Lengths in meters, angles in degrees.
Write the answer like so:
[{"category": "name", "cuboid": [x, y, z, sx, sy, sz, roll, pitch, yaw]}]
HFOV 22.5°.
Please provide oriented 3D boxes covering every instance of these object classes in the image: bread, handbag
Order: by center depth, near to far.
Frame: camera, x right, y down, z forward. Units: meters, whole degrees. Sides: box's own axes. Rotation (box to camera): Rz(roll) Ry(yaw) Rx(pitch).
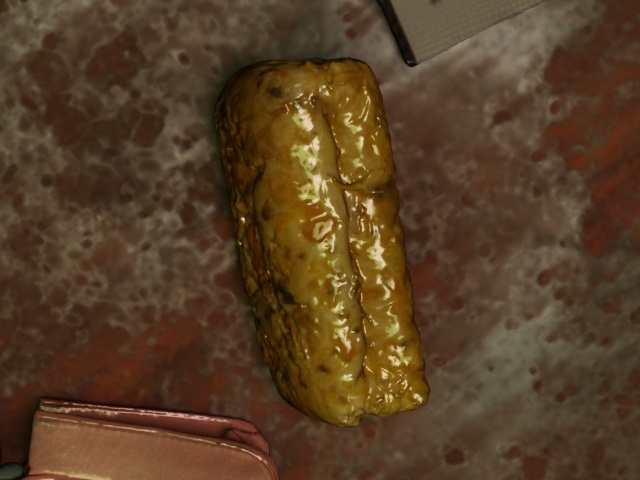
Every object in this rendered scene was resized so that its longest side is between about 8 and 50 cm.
[{"category": "bread", "cuboid": [0.000, 0.000, 0.906, 0.083, 0.114, 0.211, -16, 100, -20]}, {"category": "handbag", "cuboid": [-0.114, 0.207, 0.949, 0.157, 0.059, 0.212, 9, 98, -7]}]

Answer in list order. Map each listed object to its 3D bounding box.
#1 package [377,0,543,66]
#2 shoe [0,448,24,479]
[{"category": "package", "cuboid": [0.086, -0.250, 0.901, 0.204, 0.062, 0.251, -27, 104, -1]}, {"category": "shoe", "cuboid": [-0.208, 0.141, 0.897, 0.099, 0.071, 0.169, -24, 84, 26]}]
